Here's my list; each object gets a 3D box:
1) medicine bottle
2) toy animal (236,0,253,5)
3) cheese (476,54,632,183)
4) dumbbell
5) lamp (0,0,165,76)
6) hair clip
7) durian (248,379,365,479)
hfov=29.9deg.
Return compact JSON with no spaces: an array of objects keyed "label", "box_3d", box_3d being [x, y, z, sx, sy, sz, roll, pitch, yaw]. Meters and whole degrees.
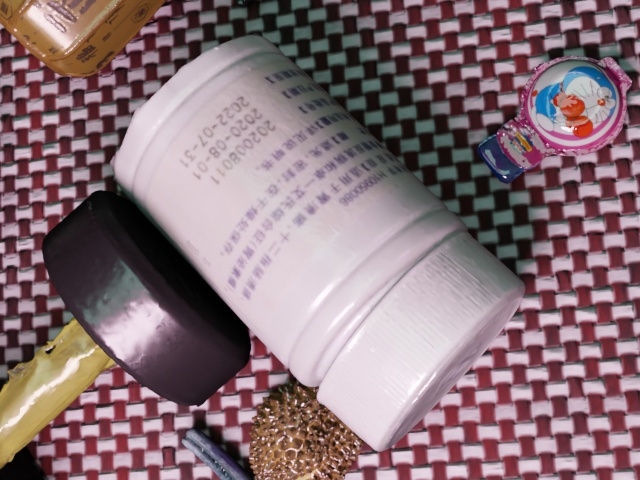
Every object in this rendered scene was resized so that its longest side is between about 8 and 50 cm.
[{"label":"medicine bottle","box_3d":[0.000,0.000,1.012,0.190,0.190,0.332,-45,73,3]},{"label":"toy animal","box_3d":[-0.068,-0.350,1.147,0.148,0.084,0.232,-12,81,13]},{"label":"cheese","box_3d":[0.207,-0.108,1.057,0.145,0.038,0.095,-37,73,4]},{"label":"dumbbell","box_3d":[-0.238,0.130,1.043,0.322,0.204,0.203,-42,73,5]},{"label":"lamp","box_3d":[-0.226,-0.258,1.135,0.161,0.161,0.185,41,89,17]},{"label":"hair clip","box_3d":[-0.038,0.278,1.053,0.083,0.048,0.275,-34,71,11]},{"label":"durian","box_3d":[-0.005,0.167,1.048,0.140,0.071,0.110,-31,75,2]}]
